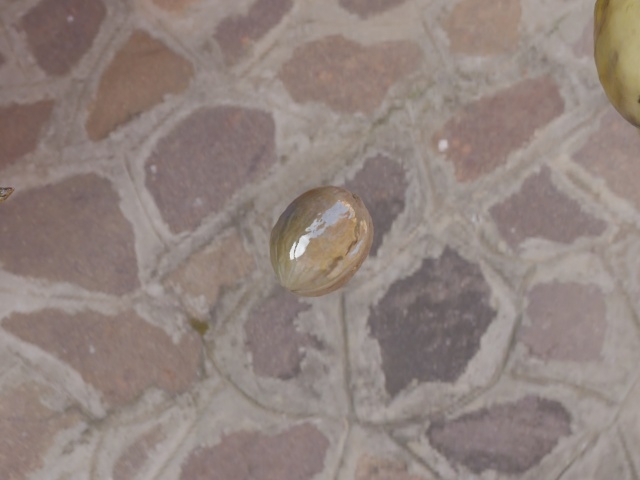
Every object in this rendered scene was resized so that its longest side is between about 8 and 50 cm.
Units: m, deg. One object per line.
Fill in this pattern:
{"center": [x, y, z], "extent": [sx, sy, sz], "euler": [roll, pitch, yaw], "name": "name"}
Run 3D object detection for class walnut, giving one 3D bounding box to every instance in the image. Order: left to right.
{"center": [0.001, 0.001, 1.545], "extent": [0.162, 0.140, 0.140], "euler": [-43, 63, 0], "name": "walnut"}

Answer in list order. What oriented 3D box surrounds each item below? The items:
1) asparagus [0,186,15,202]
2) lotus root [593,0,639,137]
{"center": [-0.267, -0.029, 0.767], "extent": [0.114, 0.014, 0.015], "euler": [0, 85, 4], "name": "asparagus"}
{"center": [0.197, -0.115, 0.547], "extent": [0.118, 0.125, 0.221], "euler": [-2, 48, 26], "name": "lotus root"}
